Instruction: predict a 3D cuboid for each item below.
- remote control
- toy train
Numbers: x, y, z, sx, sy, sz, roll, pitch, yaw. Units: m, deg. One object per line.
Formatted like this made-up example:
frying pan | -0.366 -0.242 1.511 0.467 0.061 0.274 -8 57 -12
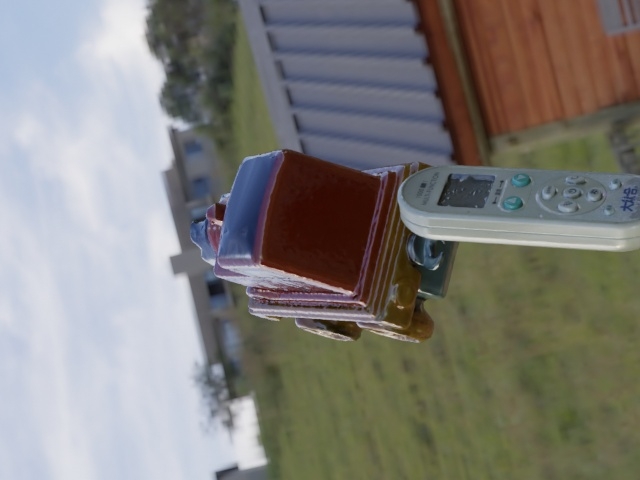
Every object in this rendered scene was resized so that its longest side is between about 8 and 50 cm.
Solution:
remote control | 0.172 -0.026 1.148 0.078 0.221 0.042 -64 -30 -48
toy train | 0.000 0.000 1.400 0.369 0.232 0.163 -3 70 65
